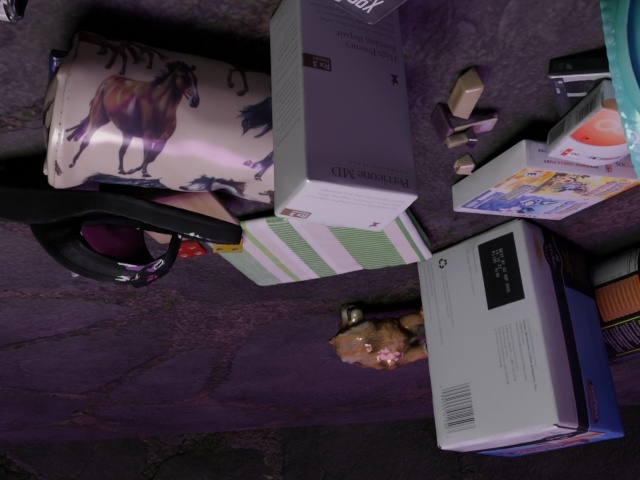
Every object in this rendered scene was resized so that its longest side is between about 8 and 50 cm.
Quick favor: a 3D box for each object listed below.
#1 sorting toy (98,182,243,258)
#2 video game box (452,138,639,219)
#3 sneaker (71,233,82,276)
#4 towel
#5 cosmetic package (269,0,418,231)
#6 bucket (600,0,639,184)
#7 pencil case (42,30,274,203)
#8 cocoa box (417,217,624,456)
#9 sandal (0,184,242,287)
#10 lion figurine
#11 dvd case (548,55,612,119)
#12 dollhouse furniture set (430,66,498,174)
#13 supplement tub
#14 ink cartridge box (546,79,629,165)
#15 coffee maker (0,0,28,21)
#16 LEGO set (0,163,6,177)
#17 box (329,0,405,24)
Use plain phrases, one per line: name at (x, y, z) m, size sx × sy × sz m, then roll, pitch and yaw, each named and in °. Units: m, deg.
sorting toy at (-0.197, -0.047, 1.163) m, size 0.132 × 0.046 × 0.274 m, roll -10°, pitch 154°, yaw 14°
video game box at (0.315, -0.080, 1.135) m, size 0.187 × 0.048 × 0.205 m, roll 2°, pitch 166°, yaw -18°
sneaker at (-0.305, 0.003, 1.197) m, size 0.095 × 0.090 × 0.235 m, roll -5°, pitch 179°, yaw -34°
towel at (0.000, 0.000, 1.319) m, size 0.325 × 0.038 × 0.248 m, roll -10°, pitch 154°, yaw 18°
cosmetic package at (0.018, -0.133, 0.779) m, size 0.117 × 0.231 × 0.085 m, roll 7°, pitch 154°, yaw -24°
bucket at (0.373, -0.168, 0.729) m, size 0.183 × 0.281 × 0.281 m, roll -12°, pitch 155°, yaw 29°
pencil case at (-0.096, -0.113, 0.897) m, size 0.410 × 0.160 × 0.183 m, roll 7°, pitch 166°, yaw -23°
cocoa box at (0.339, 0.179, 1.388) m, size 0.231 × 0.347 × 0.228 m, roll -25°, pitch 149°, yaw 39°
sandal at (-0.284, -0.002, 1.013) m, size 0.446 × 0.107 × 0.167 m, roll 6°, pitch 175°, yaw 31°
lion figurine at (0.230, 0.193, 1.665) m, size 0.392 × 0.142 × 0.240 m, roll 4°, pitch 162°, yaw -27°
dvd case at (0.405, -0.165, 0.951) m, size 0.239 × 0.029 × 0.179 m, roll 1°, pitch 159°, yaw 25°
dollhouse furniture set at (0.201, -0.150, 0.973) m, size 0.081 × 0.091 × 0.114 m, roll -14°, pitch 156°, yaw -16°
supplement tub at (0.571, 0.118, 1.477) m, size 0.193 × 0.193 × 0.316 m, roll 16°, pitch 150°, yaw -37°
ink cartridge box at (0.386, -0.124, 0.969) m, size 0.179 × 0.045 × 0.145 m, roll 15°, pitch 162°, yaw -5°
coffee maker at (-0.323, -0.248, 0.607) m, size 0.178 × 0.120 × 0.171 m, roll -1°, pitch 155°, yaw -7°
LEGO set at (-0.456, -0.097, 1.051) m, size 0.054 × 0.023 × 0.083 m, roll -23°, pitch 163°, yaw 41°
box at (0.014, -0.305, 0.585) m, size 0.307 × 0.076 × 0.242 m, roll 17°, pitch 149°, yaw -38°
